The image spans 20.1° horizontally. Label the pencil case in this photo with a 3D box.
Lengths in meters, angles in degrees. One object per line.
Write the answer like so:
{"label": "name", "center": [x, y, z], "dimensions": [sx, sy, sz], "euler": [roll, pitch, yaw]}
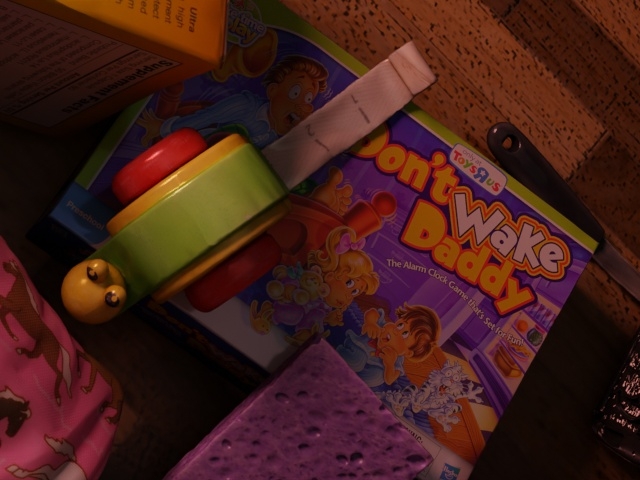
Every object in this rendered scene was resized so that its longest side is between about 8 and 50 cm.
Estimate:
{"label": "pencil case", "center": [-0.282, 0.030, 1.077], "dimensions": [0.386, 0.167, 0.160], "euler": [51, 33, -27]}

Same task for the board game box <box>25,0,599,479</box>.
{"label": "board game box", "center": [0.000, 0.000, 1.301], "dimensions": [0.347, 0.078, 0.233], "euler": [36, 68, -10]}

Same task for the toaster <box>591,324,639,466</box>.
{"label": "toaster", "center": [0.297, 0.114, 1.325], "dimensions": [0.110, 0.168, 0.186], "euler": [29, 87, -20]}

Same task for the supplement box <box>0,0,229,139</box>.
{"label": "supplement box", "center": [-0.249, -0.219, 1.127], "dimensions": [0.356, 0.194, 0.195], "euler": [18, 67, -38]}

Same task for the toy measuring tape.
{"label": "toy measuring tape", "center": [-0.032, -0.048, 1.194], "dimensions": [0.330, 0.121, 0.121], "euler": [-36, 93, -24]}

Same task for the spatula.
{"label": "spatula", "center": [0.232, 0.019, 1.412], "dimensions": [0.296, 0.030, 0.084], "euler": [45, 80, -5]}

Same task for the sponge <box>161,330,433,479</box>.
{"label": "sponge", "center": [-0.037, 0.175, 1.223], "dimensions": [0.210, 0.031, 0.117], "euler": [-43, 100, 2]}
